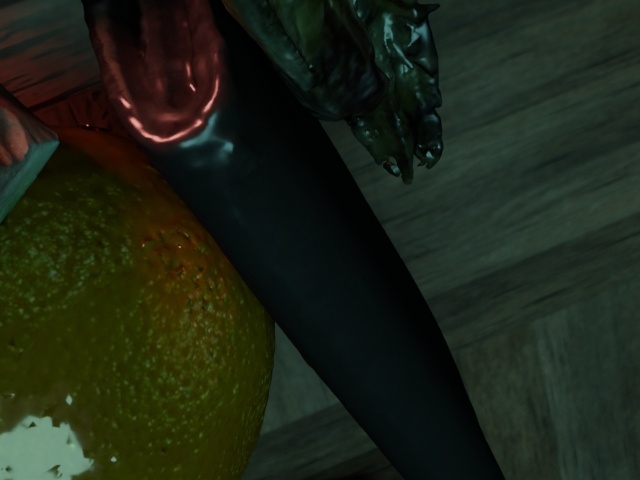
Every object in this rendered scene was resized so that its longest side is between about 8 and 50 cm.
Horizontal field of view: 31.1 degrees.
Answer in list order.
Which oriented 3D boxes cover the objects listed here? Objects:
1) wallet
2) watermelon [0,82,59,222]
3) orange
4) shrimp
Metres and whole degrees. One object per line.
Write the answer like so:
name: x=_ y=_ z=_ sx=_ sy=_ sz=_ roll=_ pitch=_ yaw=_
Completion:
wallet: x=-0.001 y=0.001 z=0.643 sx=0.062 sy=0.228 sz=0.406 roll=-28 pitch=135 yaw=6
watermelon: x=-0.234 y=-0.029 z=0.435 sx=0.193 sy=0.310 sz=0.232 roll=34 pitch=139 yaw=-3
orange: x=-0.157 y=0.068 z=0.634 sx=0.274 sy=0.274 sz=0.274 roll=-10 pitch=126 yaw=-14
shrimp: x=-0.011 y=-0.156 z=0.544 sx=0.085 sy=0.272 sz=0.445 roll=-17 pitch=139 yaw=13
